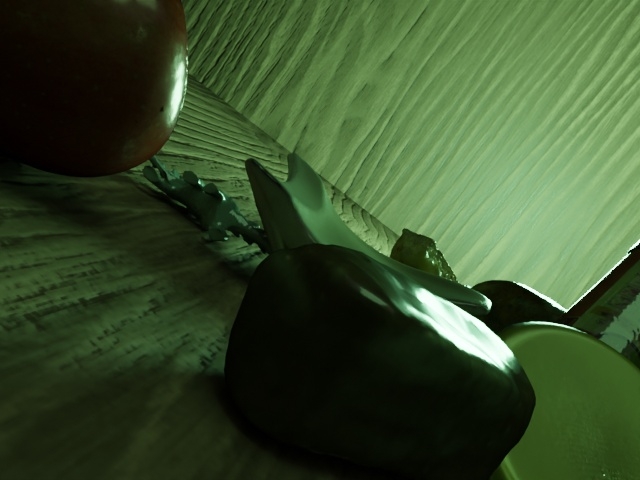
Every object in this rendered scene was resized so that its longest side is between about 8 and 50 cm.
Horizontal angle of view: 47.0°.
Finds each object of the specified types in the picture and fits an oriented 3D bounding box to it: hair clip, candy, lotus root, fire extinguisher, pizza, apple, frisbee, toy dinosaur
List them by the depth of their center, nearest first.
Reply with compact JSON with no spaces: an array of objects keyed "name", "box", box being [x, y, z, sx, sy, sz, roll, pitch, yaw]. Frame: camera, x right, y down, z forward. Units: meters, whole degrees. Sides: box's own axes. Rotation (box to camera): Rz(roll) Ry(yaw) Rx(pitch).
[{"name":"candy","box":[0.046,0.083,0.460,0.234,0.104,0.102,31,9,-41]},{"name":"apple","box":[-0.177,-0.131,0.487,0.168,0.181,0.181,1,30,-39]},{"name":"frisbee","box":[0.222,0.166,0.597,0.236,0.017,0.236,16,48,-18]},{"name":"hair clip","box":[0.039,0.040,0.701,0.282,0.113,0.172,35,13,3]},{"name":"toy dinosaur","box":[-0.095,-0.023,0.710,0.209,0.039,0.082,43,0,4]},{"name":"fire extinguisher","box":[0.311,0.137,0.748,0.200,0.376,0.113,47,-33,19]},{"name":"lotus root","box":[0.271,0.152,0.931,0.160,0.152,0.275,45,4,-35]},{"name":"pizza","box":[0.156,0.067,1.258,0.204,0.080,0.188,31,-25,56]}]
